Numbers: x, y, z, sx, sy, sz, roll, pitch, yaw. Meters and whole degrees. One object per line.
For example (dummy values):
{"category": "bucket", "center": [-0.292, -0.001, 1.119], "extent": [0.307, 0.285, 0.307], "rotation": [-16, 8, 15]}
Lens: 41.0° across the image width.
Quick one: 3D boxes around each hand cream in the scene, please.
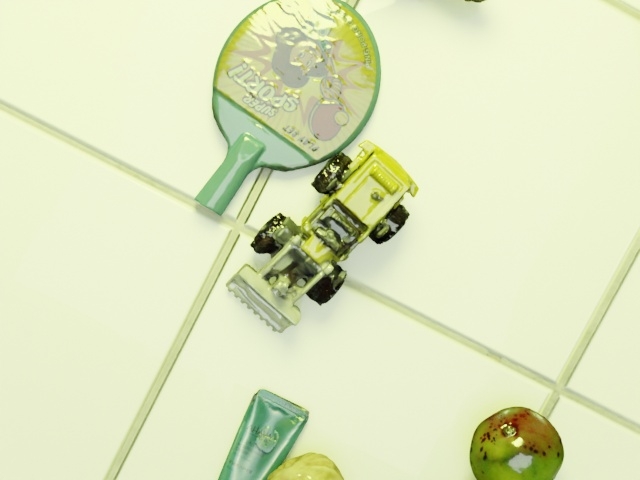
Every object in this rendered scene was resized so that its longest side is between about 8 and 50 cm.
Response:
{"category": "hand cream", "center": [-0.099, 0.320, 1.181], "extent": [0.083, 0.048, 0.224], "rotation": [26, 89, -1]}

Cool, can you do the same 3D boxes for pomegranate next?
{"category": "pomegranate", "center": [0.261, 0.284, 1.149], "extent": [0.130, 0.130, 0.130], "rotation": [0, 95, -1]}

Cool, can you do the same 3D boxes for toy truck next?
{"category": "toy truck", "center": [0.000, 0.000, 1.115], "extent": [0.136, 0.111, 0.286], "rotation": [42, 99, -6]}

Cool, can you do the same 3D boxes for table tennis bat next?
{"category": "table tennis bat", "center": [-0.056, -0.176, 1.137], "extent": [0.215, 0.044, 0.329], "rotation": [36, 92, -6]}

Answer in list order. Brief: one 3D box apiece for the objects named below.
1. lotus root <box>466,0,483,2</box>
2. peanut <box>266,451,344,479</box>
{"category": "lotus root", "center": [0.115, -0.424, 1.059], "extent": [0.183, 0.183, 0.310], "rotation": [-32, 100, 2]}
{"category": "peanut", "center": [-0.057, 0.427, 1.141], "extent": [0.120, 0.136, 0.298], "rotation": [25, 96, 42]}
